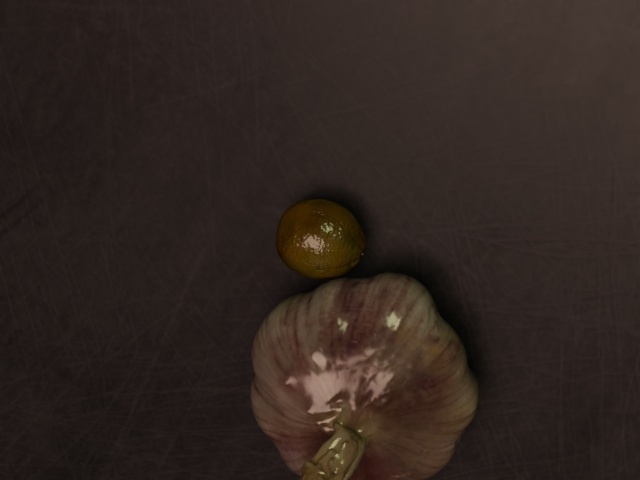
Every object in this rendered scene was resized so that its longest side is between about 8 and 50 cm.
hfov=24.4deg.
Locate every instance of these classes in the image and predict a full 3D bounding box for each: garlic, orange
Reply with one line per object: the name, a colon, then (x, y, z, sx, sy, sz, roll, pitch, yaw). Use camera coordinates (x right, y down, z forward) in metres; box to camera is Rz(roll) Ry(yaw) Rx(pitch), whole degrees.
garlic: (0.026, 0.176, 1.503, 0.245, 0.253, 0.245, 8, 120, 14)
orange: (0.000, 0.000, 1.536, 0.095, 0.085, 0.085, 18, 113, 15)
